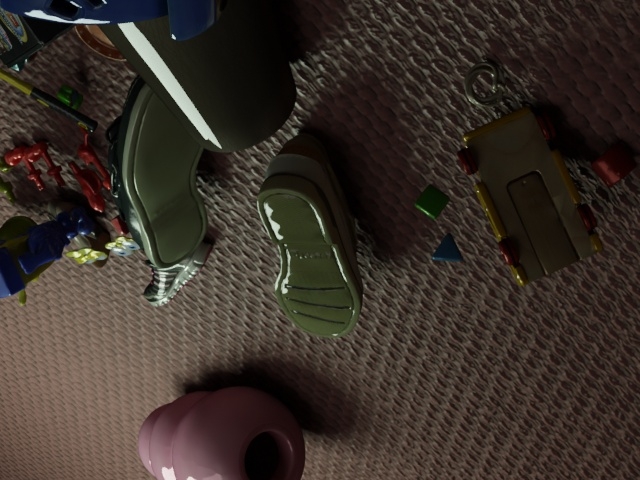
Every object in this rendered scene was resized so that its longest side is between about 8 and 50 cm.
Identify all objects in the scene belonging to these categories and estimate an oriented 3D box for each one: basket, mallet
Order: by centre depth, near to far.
[{"bbox_3d":[-0.124,-0.211,1.569,0.204,0.154,0.227,-2,142,22],"label":"basket"},{"bbox_3d":[-0.354,-0.188,1.827,0.189,0.039,0.062,27,156,2],"label":"mallet"}]

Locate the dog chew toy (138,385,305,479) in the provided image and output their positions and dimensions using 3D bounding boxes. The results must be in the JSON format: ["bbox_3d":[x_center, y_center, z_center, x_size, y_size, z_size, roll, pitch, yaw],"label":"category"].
[{"bbox_3d":[-0.172,0.323,2.351,0.206,0.207,0.331,48,154,-26],"label":"dog chew toy"}]

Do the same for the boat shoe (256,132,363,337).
[{"bbox_3d":[0.000,0.000,1.808,0.113,0.103,0.302,7,143,13],"label":"boat shoe"}]

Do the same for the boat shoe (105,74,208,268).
[{"bbox_3d":[-0.207,-0.105,1.829,0.113,0.127,0.340,44,159,26],"label":"boat shoe"}]

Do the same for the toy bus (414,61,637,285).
[{"bbox_3d":[0.205,-0.053,1.540,0.191,0.202,0.104,22,179,3],"label":"toy bus"}]

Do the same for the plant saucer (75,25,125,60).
[{"bbox_3d":[-0.246,-0.242,1.754,0.083,0.013,0.083,19,148,12],"label":"plant saucer"}]

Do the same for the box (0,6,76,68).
[{"bbox_3d":[-0.366,-0.318,1.591,0.270,0.060,0.216,56,163,-13],"label":"box"}]

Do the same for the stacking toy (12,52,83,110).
[{"bbox_3d":[-0.366,-0.256,1.818,0.167,0.052,0.221,26,151,13],"label":"stacking toy"}]

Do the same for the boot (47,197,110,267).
[{"bbox_3d":[-0.348,-0.015,2.164,0.087,0.042,0.118,29,149,16],"label":"boot"}]

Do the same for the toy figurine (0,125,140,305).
[{"bbox_3d":[-0.432,0.001,2.038,0.362,0.217,0.191,-11,112,48],"label":"toy figurine"}]

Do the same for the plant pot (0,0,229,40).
[{"bbox_3d":[-0.157,-0.330,1.349,0.212,0.236,0.236,19,147,10],"label":"plant pot"}]

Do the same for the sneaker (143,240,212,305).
[{"bbox_3d":[-0.212,0.032,2.085,0.074,0.063,0.170,36,144,-9],"label":"sneaker"}]
